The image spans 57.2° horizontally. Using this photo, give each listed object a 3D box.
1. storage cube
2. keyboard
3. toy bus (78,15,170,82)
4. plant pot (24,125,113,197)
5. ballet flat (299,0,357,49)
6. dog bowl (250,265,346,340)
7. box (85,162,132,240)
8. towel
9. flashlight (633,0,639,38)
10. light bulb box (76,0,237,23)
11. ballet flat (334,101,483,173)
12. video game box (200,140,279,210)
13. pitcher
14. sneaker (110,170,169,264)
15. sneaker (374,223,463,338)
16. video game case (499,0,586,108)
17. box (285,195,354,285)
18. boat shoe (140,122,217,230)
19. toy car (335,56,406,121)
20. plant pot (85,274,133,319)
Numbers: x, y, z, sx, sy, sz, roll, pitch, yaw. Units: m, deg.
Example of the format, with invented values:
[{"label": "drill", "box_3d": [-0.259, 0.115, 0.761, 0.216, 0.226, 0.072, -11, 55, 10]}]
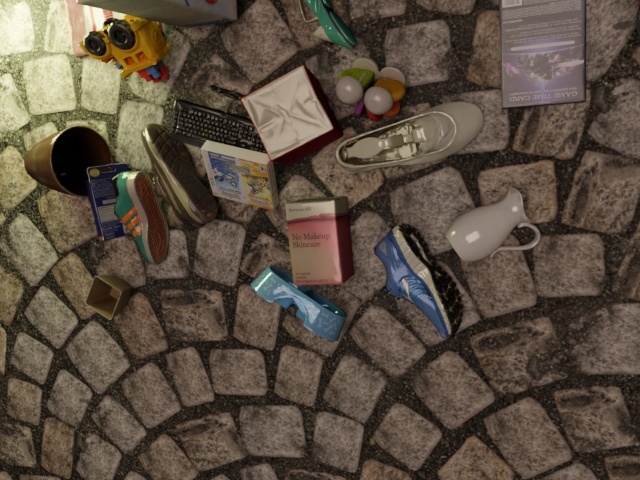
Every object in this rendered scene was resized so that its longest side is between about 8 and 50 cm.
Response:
[{"label": "storage cube", "box_3d": [-0.070, -0.323, 1.553, 0.215, 0.193, 0.184, -25, 91, 10]}, {"label": "keyboard", "box_3d": [-0.280, -0.352, 1.704, 0.317, 0.033, 0.201, 17, 99, 9]}, {"label": "toy bus", "box_3d": [-0.551, -0.547, 1.714, 0.220, 0.149, 0.211, -11, 127, 22]}, {"label": "plant pot", "box_3d": [-0.813, -0.242, 1.835, 0.230, 0.215, 0.215, 3, 100, 32]}, {"label": "ballet flat", "box_3d": [0.007, -0.590, 1.561, 0.087, 0.083, 0.247, -34, 83, 28]}, {"label": "dog bowl", "box_3d": [-0.055, 0.173, 1.669, 0.297, 0.166, 0.074, 34, 96, 11]}, {"label": "box", "box_3d": [-0.641, -0.122, 1.821, 0.036, 0.136, 0.225, -4, 99, 46]}, {"label": "towel", "box_3d": [-0.631, -0.703, 1.773, 0.329, 0.037, 0.237, -6, 98, 19]}, {"label": "flashlight", "box_3d": [0.715, -0.604, 1.308, 0.103, 0.103, 0.304, -14, 94, 19]}, {"label": "light bulb box", "box_3d": [-0.408, -0.762, 1.494, 0.225, 0.361, 0.358, 8, 102, 33]}, {"label": "ballet flat", "box_3d": [0.219, -0.256, 1.517, 0.400, 0.139, 0.139, -13, 95, 20]}, {"label": "video game box", "box_3d": [-0.226, -0.182, 1.666, 0.205, 0.048, 0.187, 15, 145, 16]}, {"label": "pitcher", "box_3d": [0.442, -0.016, 1.498, 0.207, 0.125, 0.178, -34, 103, 9]}, {"label": "sneaker", "box_3d": [-0.558, -0.069, 1.807, 0.121, 0.108, 0.302, 2, 114, 26]}, {"label": "sneaker", "box_3d": [0.261, 0.121, 1.585, 0.147, 0.130, 0.330, -35, 84, 34]}, {"label": "video game case", "box_3d": [0.540, -0.469, 1.431, 0.196, 0.026, 0.274, -1, 100, 18]}, {"label": "box", "box_3d": [0.000, 0.000, 1.633, 0.148, 0.127, 0.232, -3, 98, 19]}, {"label": "boat shoe", "box_3d": [-0.448, -0.183, 1.749, 0.130, 0.132, 0.355, -36, 79, 30]}, {"label": "toy car", "box_3d": [0.128, -0.380, 1.534, 0.182, 0.159, 0.136, 23, 142, 13]}, {"label": "plant pot", "box_3d": [-0.674, 0.175, 1.901, 0.109, 0.096, 0.109, 29, 106, 12]}]
